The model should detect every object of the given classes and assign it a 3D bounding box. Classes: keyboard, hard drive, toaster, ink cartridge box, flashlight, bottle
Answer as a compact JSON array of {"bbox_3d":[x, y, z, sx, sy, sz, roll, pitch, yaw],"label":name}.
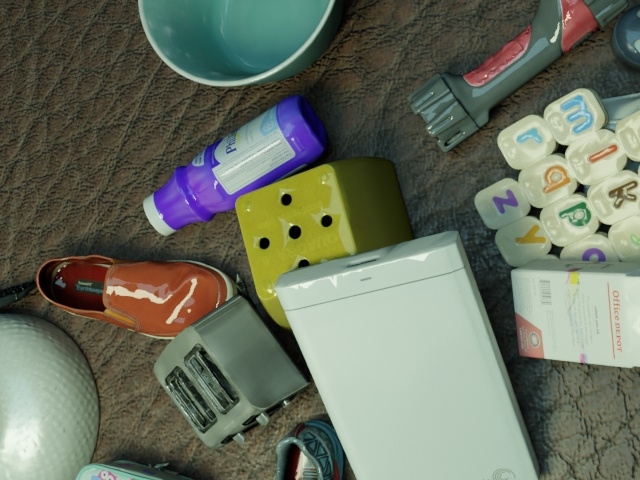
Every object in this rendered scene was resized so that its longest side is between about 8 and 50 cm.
[{"bbox_3d":[-0.551,0.095,1.561,0.192,0.100,0.038,-18,107,18],"label":"keyboard"},{"bbox_3d":[0.113,0.175,1.222,0.233,0.047,0.353,-15,113,19],"label":"hard drive"},{"bbox_3d":[-0.126,0.175,1.335,0.186,0.110,0.168,53,138,7],"label":"toaster"},{"bbox_3d":[0.337,0.087,1.188,0.198,0.067,0.115,2,103,45],"label":"ink cartridge box"},{"bbox_3d":[0.256,-0.255,1.304,0.304,0.103,0.103,-35,34,16],"label":"flashlight"},{"bbox_3d":[-0.127,-0.102,1.418,0.282,0.118,0.092,-29,113,16],"label":"bottle"}]

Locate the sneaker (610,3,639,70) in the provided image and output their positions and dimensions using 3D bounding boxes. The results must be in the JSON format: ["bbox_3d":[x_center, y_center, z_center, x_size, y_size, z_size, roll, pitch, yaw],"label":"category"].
[{"bbox_3d":[0.514,-0.265,1.186,0.318,0.131,0.112,3,84,21],"label":"sneaker"}]

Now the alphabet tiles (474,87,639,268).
[{"bbox_3d":[0.344,-0.041,1.226,0.278,0.021,0.284,-29,88,34],"label":"alphabet tiles"}]

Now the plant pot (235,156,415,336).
[{"bbox_3d":[0.000,0.000,1.317,0.212,0.187,0.212,-19,76,17],"label":"plant pot"}]

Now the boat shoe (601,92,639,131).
[{"bbox_3d":[0.434,-0.160,1.206,0.267,0.088,0.096,7,44,20],"label":"boat shoe"}]

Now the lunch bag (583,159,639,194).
[{"bbox_3d":[0.383,-0.075,1.254,0.083,0.053,0.071,-13,76,29],"label":"lunch bag"}]

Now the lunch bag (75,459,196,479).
[{"bbox_3d":[-0.270,0.456,1.400,0.224,0.108,0.279,9,85,25],"label":"lunch bag"}]

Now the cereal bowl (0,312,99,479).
[{"bbox_3d":[-0.518,0.279,1.503,0.338,0.141,0.339,-3,82,20],"label":"cereal bowl"}]

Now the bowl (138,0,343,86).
[{"bbox_3d":[-0.089,-0.353,1.413,0.311,0.163,0.312,-3,81,21],"label":"bowl"}]

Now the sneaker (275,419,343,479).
[{"bbox_3d":[-0.026,0.377,1.307,0.104,0.125,0.262,-10,79,20],"label":"sneaker"}]

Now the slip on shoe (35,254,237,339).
[{"bbox_3d":[-0.280,0.078,1.461,0.331,0.101,0.123,7,83,20],"label":"slip on shoe"}]
